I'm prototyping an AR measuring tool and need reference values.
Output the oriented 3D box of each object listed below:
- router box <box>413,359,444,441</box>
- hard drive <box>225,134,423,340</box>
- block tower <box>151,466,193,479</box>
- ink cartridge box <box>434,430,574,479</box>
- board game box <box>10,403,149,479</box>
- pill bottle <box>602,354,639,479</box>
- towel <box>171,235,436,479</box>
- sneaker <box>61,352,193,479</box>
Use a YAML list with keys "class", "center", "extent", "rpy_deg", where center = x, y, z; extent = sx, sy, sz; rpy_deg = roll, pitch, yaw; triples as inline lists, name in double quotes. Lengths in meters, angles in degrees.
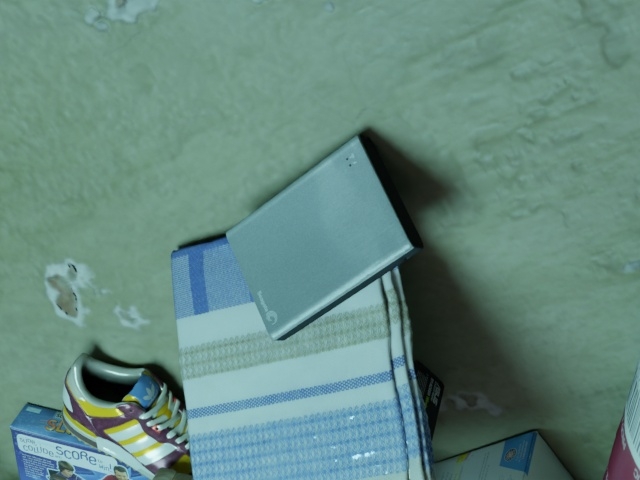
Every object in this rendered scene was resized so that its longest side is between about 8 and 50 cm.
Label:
- class: "router box"
  center: [0.045, 0.164, 0.926]
  extent: [0.038, 0.122, 0.092]
  rpy_deg: [43, 127, -18]
- class: "hard drive"
  center: [0.000, 0.000, 0.843]
  extent: [0.135, 0.022, 0.094]
  rpy_deg: [-35, 68, 26]
- class: "block tower"
  center: [-0.013, 0.281, 0.946]
  extent: [0.335, 0.097, 0.091]
  rpy_deg: [9, 133, 22]
- class: "ink cartridge box"
  center: [0.136, 0.237, 0.967]
  extent: [0.143, 0.092, 0.090]
  rpy_deg: [-26, 112, 35]
- class: "board game box"
  center: [-0.195, 0.239, 1.128]
  extent: [0.201, 0.035, 0.136]
  rpy_deg: [12, 128, 12]
- class: "pill bottle"
  center: [0.301, 0.215, 0.802]
  extent: [0.224, 0.224, 0.392]
  rpy_deg: [12, 128, 12]
- class: "towel"
  center: [-0.013, 0.122, 0.873]
  extent: [0.209, 0.034, 0.285]
  rpy_deg: [-16, 76, 29]
- class: "sneaker"
  center: [-0.145, 0.163, 1.032]
  extent: [0.185, 0.069, 0.084]
  rpy_deg: [20, 134, 4]
